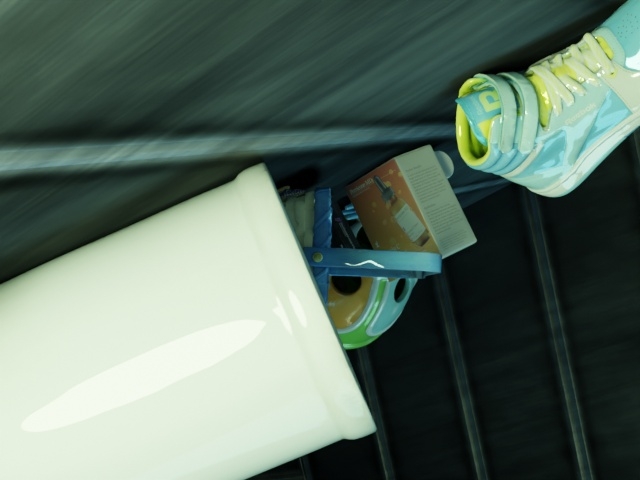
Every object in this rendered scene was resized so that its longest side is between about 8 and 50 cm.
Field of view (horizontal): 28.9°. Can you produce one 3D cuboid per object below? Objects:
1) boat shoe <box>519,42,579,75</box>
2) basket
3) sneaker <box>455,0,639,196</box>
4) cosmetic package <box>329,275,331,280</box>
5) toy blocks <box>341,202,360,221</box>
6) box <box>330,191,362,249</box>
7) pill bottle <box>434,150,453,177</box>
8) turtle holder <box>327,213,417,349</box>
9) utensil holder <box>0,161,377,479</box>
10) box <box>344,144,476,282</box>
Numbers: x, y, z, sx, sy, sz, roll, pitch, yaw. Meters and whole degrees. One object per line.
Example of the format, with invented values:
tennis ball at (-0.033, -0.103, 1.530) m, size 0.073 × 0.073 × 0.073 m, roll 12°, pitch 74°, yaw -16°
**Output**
boat shoe at (0.295, -0.209, 1.612) m, size 0.184 × 0.066 × 0.063 m, roll -31°, pitch -154°, yaw 15°
basket at (0.011, 0.030, 1.683) m, size 0.289 × 0.201 × 0.255 m, roll 6°, pitch 174°, yaw -2°
sneaker at (0.284, -0.183, 1.474) m, size 0.208 × 0.127 × 0.319 m, roll 8°, pitch 131°, yaw -33°
cosmetic package at (-0.096, 0.124, 1.884) m, size 0.153 × 0.129 × 0.296 m, roll -27°, pitch -147°, yaw 43°
toy blocks at (0.113, -0.075, 2.129) m, size 0.148 × 0.054 × 0.123 m, roll -20°, pitch 174°, yaw -43°
box at (0.000, 0.000, 1.999) m, size 0.029 × 0.116 × 0.162 m, roll -26°, pitch 176°, yaw -33°
pill bottle at (0.162, -0.103, 2.023) m, size 0.065 × 0.065 × 0.116 m, roll -21°, pitch 173°, yaw -39°
turtle holder at (0.083, 0.055, 2.262) m, size 0.320 × 0.243 × 0.227 m, roll -9°, pitch 155°, yaw -36°
utensil holder at (-0.174, 0.136, 1.393) m, size 0.385 × 0.328 × 0.327 m, roll -23°, pitch 175°, yaw -1°
box at (0.139, -0.041, 1.938) m, size 0.091 × 0.170 × 0.130 m, roll -23°, pitch 175°, yaw -42°
